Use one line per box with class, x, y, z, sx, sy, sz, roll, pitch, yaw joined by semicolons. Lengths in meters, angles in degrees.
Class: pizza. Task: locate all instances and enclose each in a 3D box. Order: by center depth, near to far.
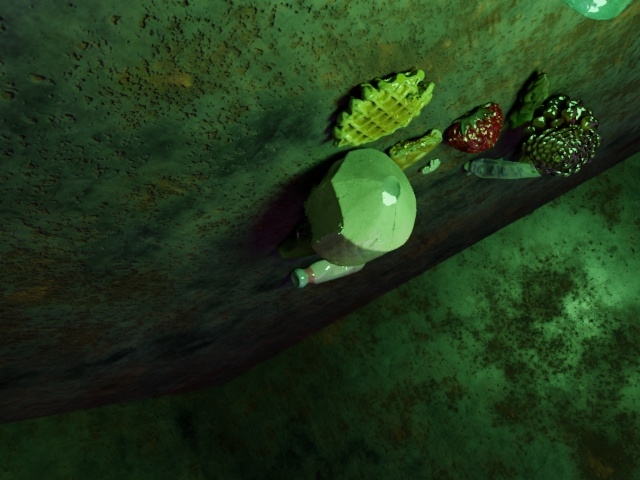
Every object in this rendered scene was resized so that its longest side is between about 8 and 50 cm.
pizza;0.256;-0.261;1.613;0.161;0.062;0.182;-20;168;-42

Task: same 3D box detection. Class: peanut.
peanut;0.845;-0.344;2.116;0.129;0.129;0.224;-26;162;-3

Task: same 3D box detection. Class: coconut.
coconut;0.112;-0.091;1.501;0.298;0.297;0.309;-17;167;-30

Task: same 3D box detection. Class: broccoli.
broccoli;0.033;-0.012;1.821;0.254;0.186;0.302;19;165;-18

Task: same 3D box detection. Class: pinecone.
pinecone;0.780;-0.359;1.781;0.247;0.292;0.246;8;137;8

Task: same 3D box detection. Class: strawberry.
strawberry;0.498;-0.321;1.695;0.190;0.111;0.236;-34;162;13

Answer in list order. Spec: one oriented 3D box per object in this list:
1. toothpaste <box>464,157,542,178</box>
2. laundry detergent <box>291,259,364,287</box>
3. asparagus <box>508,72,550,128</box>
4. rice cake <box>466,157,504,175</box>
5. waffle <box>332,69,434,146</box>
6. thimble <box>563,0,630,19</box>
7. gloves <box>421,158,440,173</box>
toothpaste;0.630;-0.253;1.914;0.048;0.075;0.301;-37;-151;-23
laundry detergent;0.034;0.123;2.318;0.335;0.087;0.159;-15;154;-32
asparagus;0.647;-0.430;1.666;0.080;0.080;0.287;-26;162;-3
rice cake;0.641;-0.289;2.124;0.208;0.033;0.033;-16;161;-31
waffle;0.154;-0.311;1.322;0.261;0.056;0.250;-22;162;-22
thimble;0.523;-0.530;1.014;0.235;0.198;0.143;-50;179;-42
gloves;0.371;-0.249;1.852;0.081;0.037;0.044;-40;-165;20
